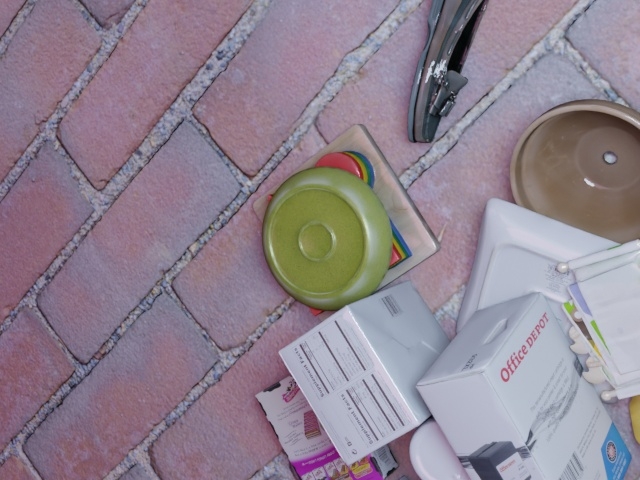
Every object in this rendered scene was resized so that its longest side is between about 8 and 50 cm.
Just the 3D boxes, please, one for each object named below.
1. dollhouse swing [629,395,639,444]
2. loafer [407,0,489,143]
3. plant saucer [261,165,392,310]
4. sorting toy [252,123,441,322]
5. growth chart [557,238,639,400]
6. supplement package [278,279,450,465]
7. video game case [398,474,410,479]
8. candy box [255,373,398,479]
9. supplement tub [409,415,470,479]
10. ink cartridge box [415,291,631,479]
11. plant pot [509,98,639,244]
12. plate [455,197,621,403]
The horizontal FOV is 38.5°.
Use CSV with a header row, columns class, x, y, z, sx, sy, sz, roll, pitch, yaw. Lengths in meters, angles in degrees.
class,x,y,z,sx,sy,sz,roll,pitch,yaw
dollhouse swing,0.663,0.245,1.256,0.315,0.305,0.346,7,116,-12
loafer,0.200,-0.278,1.433,0.084,0.096,0.267,14,101,18
plant saucer,0.000,0.000,1.498,0.241,0.037,0.240,4,99,26
sorting toy,0.024,-0.022,1.555,0.257,0.089,0.255,-36,80,26
growth chart,0.424,0.116,1.287,0.172,0.021,0.237,-15,104,38
supplement package,0.095,0.199,1.450,0.145,0.262,0.204,-37,80,25
video game case,0.155,0.588,1.586,0.244,0.061,0.269,40,112,18
candy box,0.010,0.335,1.619,0.159,0.071,0.233,-32,83,27
supplement tub,0.224,0.310,1.441,0.117,0.190,0.116,3,97,26
ink cartridge box,0.302,0.265,1.329,0.129,0.223,0.307,-22,103,42
plant pot,0.403,-0.102,1.322,0.237,0.110,0.237,17,126,25
plate,0.345,0.102,1.383,0.277,0.045,0.278,24,127,23
